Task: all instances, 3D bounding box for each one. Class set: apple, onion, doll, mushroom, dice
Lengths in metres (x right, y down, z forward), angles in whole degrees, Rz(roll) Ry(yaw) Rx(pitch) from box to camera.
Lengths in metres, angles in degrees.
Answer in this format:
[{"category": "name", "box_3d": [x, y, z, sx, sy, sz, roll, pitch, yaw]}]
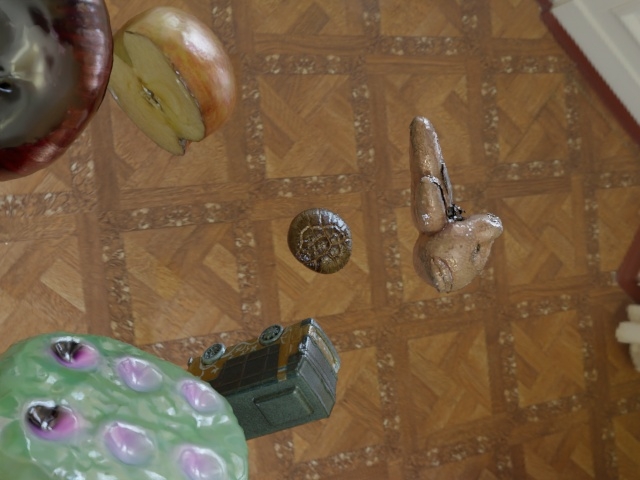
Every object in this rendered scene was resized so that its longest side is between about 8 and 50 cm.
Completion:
[{"category": "apple", "box_3d": [-0.257, -0.305, 1.265, 0.163, 0.293, 0.251, -46, 116, -25]}, {"category": "onion", "box_3d": [-0.351, -0.193, 0.696, 0.272, 0.285, 0.273, 0, 103, 0]}, {"category": "doll", "box_3d": [0.224, -0.063, 1.170, 0.156, 0.201, 0.304, -7, 92, 17]}, {"category": "mushroom", "box_3d": [-0.001, 0.002, 1.254, 0.126, 0.085, 0.109, 26, 114, -1]}, {"category": "dice", "box_3d": [-0.281, 0.323, 0.808, 0.322, 0.318, 0.330, 25, 110, -19]}]

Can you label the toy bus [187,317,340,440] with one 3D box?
[{"category": "toy bus", "box_3d": [-0.111, 0.263, 1.254, 0.275, 0.167, 0.139, -21, 118, 17]}]
